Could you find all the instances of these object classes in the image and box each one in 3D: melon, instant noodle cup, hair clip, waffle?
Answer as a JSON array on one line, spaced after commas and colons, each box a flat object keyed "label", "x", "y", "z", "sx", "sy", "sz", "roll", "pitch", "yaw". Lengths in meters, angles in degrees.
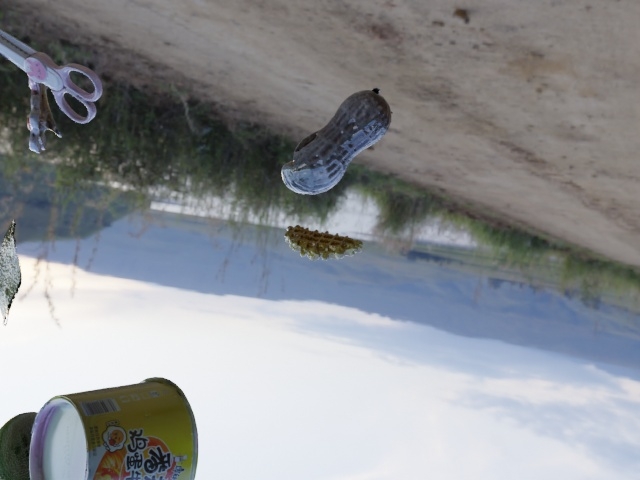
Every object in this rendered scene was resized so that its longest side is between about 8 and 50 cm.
[{"label": "melon", "x": -0.689, "y": 0.529, "z": 1.673, "sx": 0.182, "sy": 0.182, "sz": 0.288, "roll": 9, "pitch": -157, "yaw": -27}, {"label": "instant noodle cup", "x": -0.367, "y": 0.371, "z": 1.231, "sx": 0.264, "sy": 0.265, "sz": 0.200, "roll": 7, "pitch": 179, "yaw": 43}, {"label": "hair clip", "x": -0.690, "y": -0.337, "z": 1.743, "sx": 0.075, "sy": 0.257, "sz": 0.146, "roll": -11, "pitch": 162, "yaw": -9}, {"label": "waffle", "x": 0.000, "y": 0.000, "z": 1.837, "sx": 0.160, "sy": 0.046, "sz": 0.192, "roll": -16, "pitch": -148, "yaw": -31}]

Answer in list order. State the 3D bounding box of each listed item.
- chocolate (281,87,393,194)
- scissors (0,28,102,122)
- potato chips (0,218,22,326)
[{"label": "chocolate", "x": 0.034, "y": -0.180, "z": 1.318, "sx": 0.110, "sy": 0.248, "sz": 0.110, "roll": 46, "pitch": -171, "yaw": -9}, {"label": "scissors", "x": -0.511, "y": -0.317, "z": 1.295, "sx": 0.242, "sy": 0.118, "sz": 0.030, "roll": 35, "pitch": -137, "yaw": -3}, {"label": "potato chips", "x": -0.612, "y": 0.064, "z": 1.374, "sx": 0.026, "sy": 0.209, "sz": 0.142, "roll": 2, "pitch": 175, "yaw": -45}]
